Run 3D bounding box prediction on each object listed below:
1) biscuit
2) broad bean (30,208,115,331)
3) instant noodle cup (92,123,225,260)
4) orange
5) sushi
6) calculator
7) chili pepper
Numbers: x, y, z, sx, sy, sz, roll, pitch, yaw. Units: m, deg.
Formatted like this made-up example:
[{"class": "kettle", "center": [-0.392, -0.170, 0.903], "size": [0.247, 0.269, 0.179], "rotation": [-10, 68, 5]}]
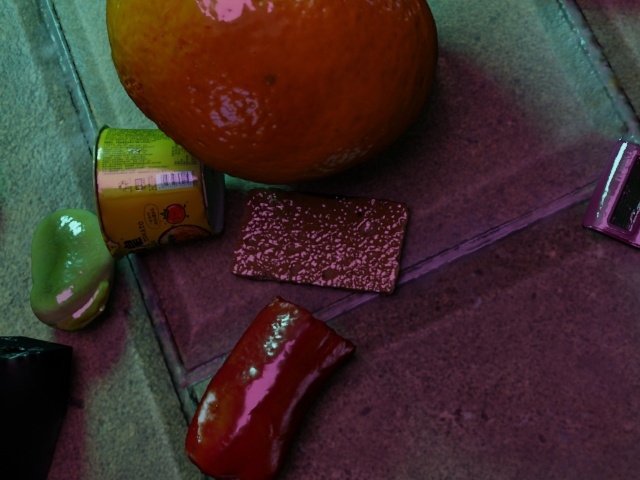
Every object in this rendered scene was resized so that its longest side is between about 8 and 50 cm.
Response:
[{"class": "biscuit", "center": [0.000, 0.000, 1.929], "size": [0.231, 0.025, 0.131], "rotation": [8, 76, 19]}, {"class": "broad bean", "center": [-0.336, 0.040, 1.989], "size": [0.124, 0.082, 0.174], "rotation": [-6, 72, 17]}, {"class": "instant noodle cup", "center": [-0.207, -0.069, 1.943], "size": [0.144, 0.182, 0.182], "rotation": [-5, 71, 6]}, {"class": "orange", "center": [-0.064, -0.256, 1.832], "size": [0.326, 0.424, 0.424], "rotation": [-50, 63, 25]}, {"class": "sushi", "center": [-0.466, 0.243, 1.914], "size": [0.212, 0.215, 0.227], "rotation": [10, 96, 25]}, {"class": "calculator", "center": [0.428, -0.037, 1.807], "size": [0.191, 0.034, 0.126], "rotation": [23, 79, 17]}, {"class": "chili pepper", "center": [-0.097, 0.236, 1.826], "size": [0.135, 0.131, 0.338], "rotation": [28, 84, 33]}]
